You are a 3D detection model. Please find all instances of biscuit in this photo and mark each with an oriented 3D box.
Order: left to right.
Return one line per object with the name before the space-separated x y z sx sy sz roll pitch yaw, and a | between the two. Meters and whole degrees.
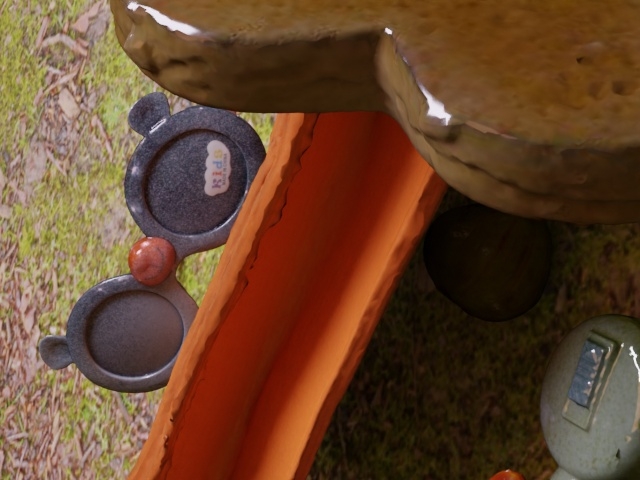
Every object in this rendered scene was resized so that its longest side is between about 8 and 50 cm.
biscuit | 0.129 -0.152 1.022 0.368 0.394 0.076 21 137 26

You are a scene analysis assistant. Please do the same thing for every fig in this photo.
fig | 0.116 0.003 1.240 0.098 0.082 0.084 -49 6 13

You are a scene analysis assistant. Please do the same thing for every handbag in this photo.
handbag | 0.000 0.000 1.243 0.303 0.116 0.410 -65 -1 -76

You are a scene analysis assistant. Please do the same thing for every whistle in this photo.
whistle | 0.155 0.139 1.150 0.104 0.057 0.198 31 104 54

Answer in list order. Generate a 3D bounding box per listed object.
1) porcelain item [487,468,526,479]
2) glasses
porcelain item | 0.090 0.240 1.044 0.253 0.253 0.253 -22 63 50
glasses | -0.124 -0.032 1.469 0.268 0.118 0.234 -103 32 -67
